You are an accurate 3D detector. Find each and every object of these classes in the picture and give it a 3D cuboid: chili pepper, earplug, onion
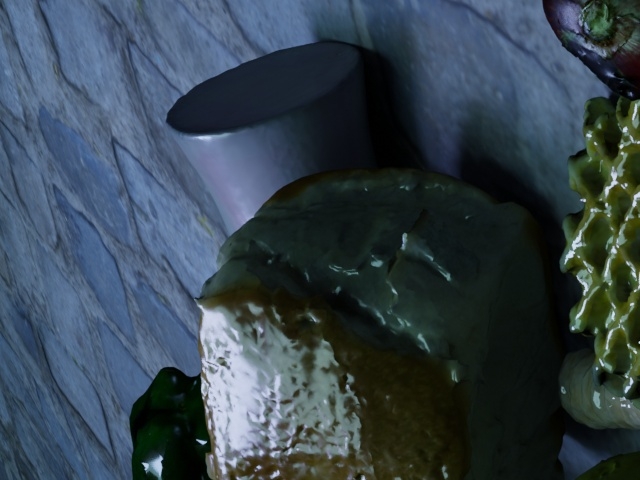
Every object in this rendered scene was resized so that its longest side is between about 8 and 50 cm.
[{"bbox_3d":[-0.142,0.269,1.962,0.174,0.165,0.261,-112,14,-50],"label":"chili pepper"},{"bbox_3d":[0.000,0.000,1.449,0.172,0.172,0.301,25,140,58],"label":"earplug"},{"bbox_3d":[0.186,-0.146,0.960,0.117,0.118,0.118,29,148,6],"label":"onion"}]

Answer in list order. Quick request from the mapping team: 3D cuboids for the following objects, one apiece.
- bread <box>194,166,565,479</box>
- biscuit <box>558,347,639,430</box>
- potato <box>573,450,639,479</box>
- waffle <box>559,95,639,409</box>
[{"bbox_3d":[0.051,0.095,1.275,0.250,0.225,0.279,6,118,29],"label":"bread"},{"bbox_3d":[0.235,0.101,1.133,0.219,0.055,0.061,-11,92,65],"label":"biscuit"},{"bbox_3d":[0.247,0.270,1.066,0.304,0.216,0.216,57,155,36],"label":"potato"},{"bbox_3d":[0.217,0.008,1.049,0.204,0.054,0.223,174,92,-67],"label":"waffle"}]
